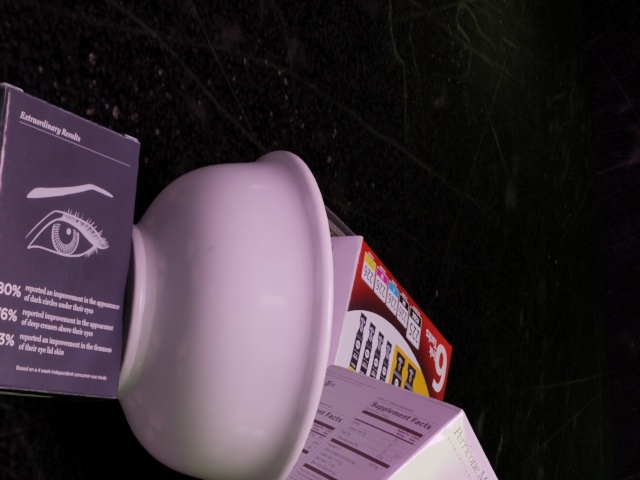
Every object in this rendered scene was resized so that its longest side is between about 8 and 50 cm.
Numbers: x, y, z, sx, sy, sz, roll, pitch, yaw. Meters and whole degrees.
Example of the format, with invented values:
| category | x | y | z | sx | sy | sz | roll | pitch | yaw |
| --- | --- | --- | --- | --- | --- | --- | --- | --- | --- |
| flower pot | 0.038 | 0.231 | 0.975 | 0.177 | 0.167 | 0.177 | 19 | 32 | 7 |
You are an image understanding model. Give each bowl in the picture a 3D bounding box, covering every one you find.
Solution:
| category | x | y | z | sx | sy | sz | roll | pitch | yaw |
| --- | --- | --- | --- | --- | --- | --- | --- | --- | --- |
| bowl | -0.109 | 0.063 | 0.890 | 0.134 | 0.298 | 0.298 | 8 | 79 | -23 |

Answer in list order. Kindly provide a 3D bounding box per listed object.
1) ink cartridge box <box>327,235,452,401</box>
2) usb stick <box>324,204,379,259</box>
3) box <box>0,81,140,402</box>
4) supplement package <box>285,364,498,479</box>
| category | x | y | z | sx | sy | sz | roll | pitch | yaw |
| --- | --- | --- | --- | --- | --- | --- | --- | --- | --- |
| ink cartridge box | 0.025 | 0.184 | 1.224 | 0.309 | 0.130 | 0.272 | 48 | 49 | -52 |
| usb stick | 0.000 | 0.000 | 1.279 | 0.278 | 0.045 | 0.077 | 42 | 59 | -54 |
| box | -0.224 | 0.008 | 0.775 | 0.153 | 0.108 | 0.207 | 24 | 67 | -60 |
| supplement package | 0.071 | 0.274 | 0.983 | 0.145 | 0.204 | 0.262 | -39 | 114 | -23 |
